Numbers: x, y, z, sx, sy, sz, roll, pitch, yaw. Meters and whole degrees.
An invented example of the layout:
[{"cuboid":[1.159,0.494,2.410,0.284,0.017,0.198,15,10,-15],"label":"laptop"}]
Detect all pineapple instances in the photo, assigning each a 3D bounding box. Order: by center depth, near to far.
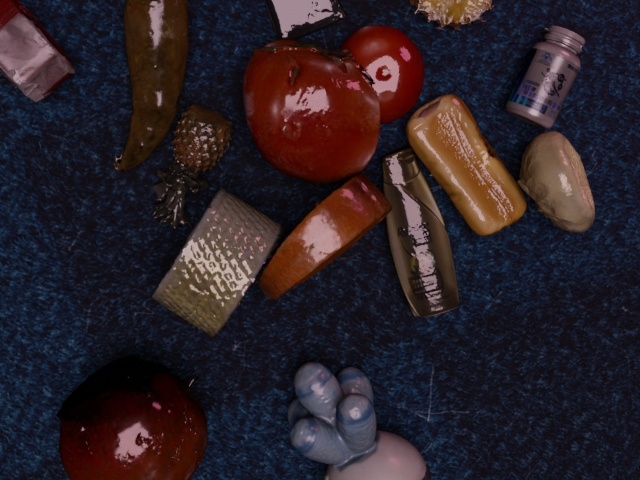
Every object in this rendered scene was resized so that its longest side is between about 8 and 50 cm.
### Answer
[{"cuboid":[-0.268,-0.142,1.798,0.125,0.125,0.251,22,107,-10],"label":"pineapple"},{"cuboid":[0.260,-0.526,1.818,0.221,0.047,0.221,-1,96,-8],"label":"pineapple"}]

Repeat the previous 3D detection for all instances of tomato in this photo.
[{"cuboid":[-0.046,-0.231,1.715,0.308,0.170,0.309,12,115,27],"label":"tomato"},{"cuboid":[0.114,-0.328,1.785,0.195,0.136,0.195,-1,100,-6],"label":"tomato"}]

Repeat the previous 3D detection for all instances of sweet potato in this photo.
[{"cuboid":[-0.324,-0.332,1.746,0.130,0.130,0.423,7,107,-8],"label":"sweet potato"}]

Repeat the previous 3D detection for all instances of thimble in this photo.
[{"cuboid":[-0.198,0.038,1.749,0.150,0.271,0.271,33,95,-8],"label":"thimble"}]

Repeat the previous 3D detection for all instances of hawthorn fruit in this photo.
[{"cuboid":[-0.376,0.382,1.781,0.315,0.316,0.316,-1,100,-6],"label":"hawthorn fruit"}]

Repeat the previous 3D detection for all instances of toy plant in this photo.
[{"cuboid":[0.051,0.396,1.864,0.247,0.247,0.332,-31,100,-1],"label":"toy plant"}]

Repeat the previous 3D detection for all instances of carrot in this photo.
[{"cuboid":[0.000,0.000,1.776,0.307,0.258,0.100,-40,83,-1],"label":"carrot"}]

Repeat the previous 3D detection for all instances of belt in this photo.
[{"cuboid":[-0.570,-0.360,1.704,0.124,0.128,0.201,-40,98,2],"label":"belt"}]

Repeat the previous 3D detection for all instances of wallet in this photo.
[{"cuboid":[-0.064,-0.546,1.781,0.146,0.030,0.286,-22,103,1],"label":"wallet"}]

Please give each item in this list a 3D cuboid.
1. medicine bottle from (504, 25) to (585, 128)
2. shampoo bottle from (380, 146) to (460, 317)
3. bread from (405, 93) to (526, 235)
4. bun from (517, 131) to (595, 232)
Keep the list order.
[{"cuboid":[0.462,-0.333,1.839,0.106,0.107,0.192,23,97,-10],"label":"medicine bottle"},{"cuboid":[0.199,-0.018,1.876,0.125,0.084,0.350,-15,100,-2],"label":"shampoo bottle"},{"cuboid":[0.297,-0.152,1.859,0.142,0.091,0.305,-36,102,-2],"label":"bread"},{"cuboid":[0.475,-0.111,1.845,0.127,0.222,0.223,-18,103,23],"label":"bun"}]
